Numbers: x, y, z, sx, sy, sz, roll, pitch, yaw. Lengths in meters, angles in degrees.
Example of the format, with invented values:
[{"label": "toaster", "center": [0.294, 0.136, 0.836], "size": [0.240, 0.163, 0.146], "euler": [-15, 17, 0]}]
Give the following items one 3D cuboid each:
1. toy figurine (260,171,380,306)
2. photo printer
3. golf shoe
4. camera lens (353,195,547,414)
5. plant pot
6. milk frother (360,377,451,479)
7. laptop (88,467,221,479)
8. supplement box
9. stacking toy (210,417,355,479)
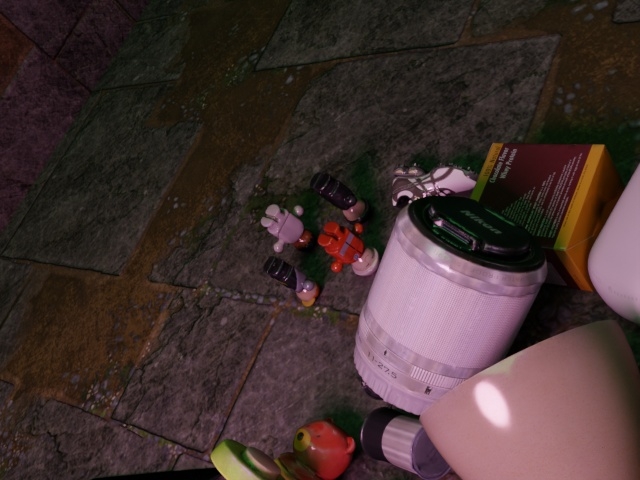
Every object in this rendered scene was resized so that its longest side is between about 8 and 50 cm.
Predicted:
[{"label": "toy figurine", "center": [0.000, 0.000, 1.477], "size": [0.210, 0.148, 0.213], "euler": [-33, 44, 24]}, {"label": "photo printer", "center": [0.489, -0.026, 1.006], "size": [0.307, 0.107, 0.256], "euler": [-62, 10, 7]}, {"label": "golf shoe", "center": [0.218, -0.094, 1.426], "size": [0.198, 0.077, 0.093], "euler": [3, 74, 46]}, {"label": "camera lens", "center": [0.182, 0.088, 1.100], "size": [0.219, 0.220, 0.274], "euler": [54, 134, 49]}, {"label": "plant pot", "center": [0.294, 0.252, 0.953], "size": [0.284, 0.284, 0.190], "euler": [-32, 66, 16]}, {"label": "milk frother", "center": [0.125, 0.264, 1.134], "size": [0.129, 0.143, 0.135], "euler": [-48, 20, -23]}, {"label": "laptop", "center": [-0.392, 0.574, 1.289], "size": [0.382, 0.236, 0.407], "euler": [-15, 55, 30]}, {"label": "supplement box", "center": [0.353, -0.043, 1.216], "size": [0.194, 0.129, 0.191], "euler": [7, 63, 43]}, {"label": "stacking toy", "center": [0.010, 0.349, 1.082], "size": [0.130, 0.279, 0.309], "euler": [-53, 45, -5]}]
